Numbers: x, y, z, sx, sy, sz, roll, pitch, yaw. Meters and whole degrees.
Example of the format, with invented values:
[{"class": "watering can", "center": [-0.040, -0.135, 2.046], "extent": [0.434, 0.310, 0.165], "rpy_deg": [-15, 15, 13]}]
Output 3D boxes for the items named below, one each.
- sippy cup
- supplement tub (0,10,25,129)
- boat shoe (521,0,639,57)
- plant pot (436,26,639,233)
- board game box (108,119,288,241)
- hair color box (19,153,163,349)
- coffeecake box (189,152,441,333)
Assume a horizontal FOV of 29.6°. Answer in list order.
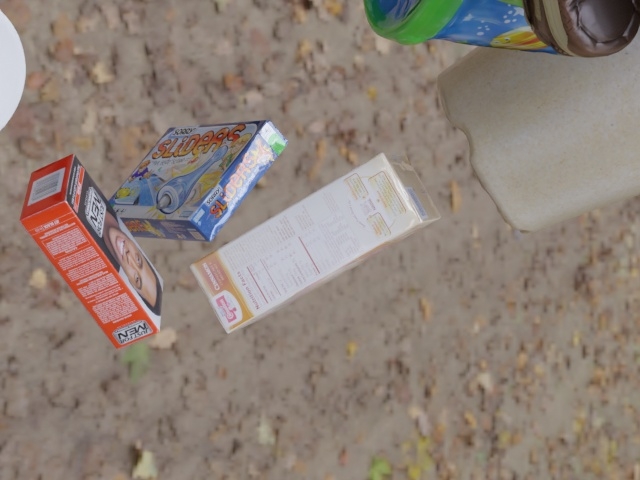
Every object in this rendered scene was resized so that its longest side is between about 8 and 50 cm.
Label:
[{"class": "sippy cup", "center": [0.189, -0.286, 1.195], "extent": [0.224, 0.240, 0.305], "rpy_deg": [12, 60, -20]}, {"class": "supplement tub", "center": [-0.545, -0.249, 1.564], "extent": [0.241, 0.331, 0.241], "rpy_deg": [-17, 118, -34]}, {"class": "boat shoe", "center": [0.176, -0.266, 0.910], "extent": [0.095, 0.095, 0.257], "rpy_deg": [-7, 100, -17]}, {"class": "plant pot", "center": [0.319, -0.168, 1.418], "extent": [0.334, 0.305, 0.334], "rpy_deg": [54, 18, -26]}, {"class": "board game box", "center": [-0.136, -0.062, 1.252], "extent": [0.035, 0.201, 0.136], "rpy_deg": [48, 65, -27]}, {"class": "hair color box", "center": [-0.177, 0.010, 0.952], "extent": [0.072, 0.043, 0.141], "rpy_deg": [-97, 161, -54]}, {"class": "coffeecake box", "center": [0.000, 0.000, 1.032], "extent": [0.068, 0.185, 0.142], "rpy_deg": [61, 12, 3]}]
